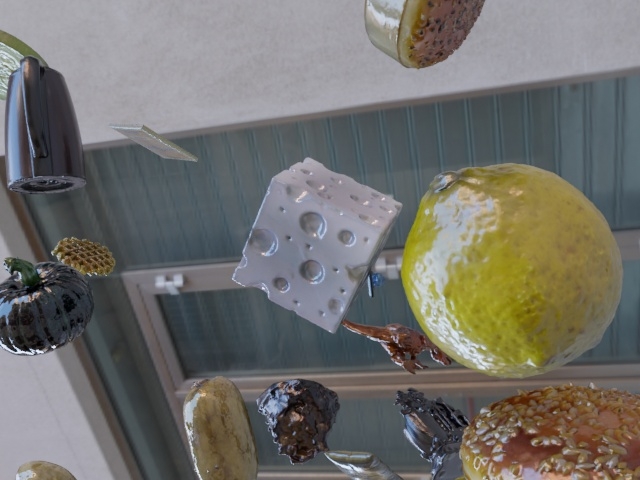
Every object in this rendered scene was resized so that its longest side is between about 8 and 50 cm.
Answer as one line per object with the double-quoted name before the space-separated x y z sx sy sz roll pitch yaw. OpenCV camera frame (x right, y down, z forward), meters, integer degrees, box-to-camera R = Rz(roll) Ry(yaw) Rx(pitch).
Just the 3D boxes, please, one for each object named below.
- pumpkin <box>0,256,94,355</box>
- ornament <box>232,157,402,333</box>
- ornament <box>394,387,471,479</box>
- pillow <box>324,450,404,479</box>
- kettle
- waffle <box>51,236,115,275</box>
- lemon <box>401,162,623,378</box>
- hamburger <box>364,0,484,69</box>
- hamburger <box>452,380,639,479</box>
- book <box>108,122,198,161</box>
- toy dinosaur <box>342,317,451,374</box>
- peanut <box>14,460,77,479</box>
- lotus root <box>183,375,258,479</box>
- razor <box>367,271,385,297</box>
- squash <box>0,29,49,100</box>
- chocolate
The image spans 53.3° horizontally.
"pumpkin" -0.669 0.135 1.499 0.248 0.247 0.248 -5 -90 -76
"ornament" 0.000 0.000 1.323 0.239 0.239 0.240 -66 -8 21
"ornament" 0.327 0.499 1.704 0.260 0.251 0.106 54 130 49
"pillow" 0.100 0.470 1.289 0.203 0.113 0.038 49 -137 -41
"kettle" -0.542 -0.222 1.222 0.202 0.143 0.233 144 117 -77
"waffle" -0.707 0.048 1.923 0.038 0.191 0.191 -63 -4 19
"lemon" 0.307 0.042 1.067 0.387 0.349 0.350 58 -158 -16
"hamburger" 0.211 -0.465 1.187 0.300 0.176 0.300 -52 -20 -29
"hamburger" 0.284 0.281 0.701 0.291 0.290 0.225 -11 -82 -76
"book" -0.525 -0.308 2.015 0.241 0.170 0.018 30 -106 -52
"toy dinosaur" 0.193 0.265 1.739 0.097 0.431 0.208 -64 10 6
"peanut" -0.560 0.588 1.385 0.274 0.111 0.125 41 -171 8
"lotus root" -0.218 0.478 1.456 0.169 0.151 0.343 165 88 -78
"razor" 0.144 0.101 1.613 0.253 0.042 0.082 29 -124 -81
"squash" -0.854 -0.469 1.714 0.252 0.251 0.049 65 -147 -54
"chocolate" -0.057 0.497 1.694 0.177 0.224 0.206 -94 -12 -45
